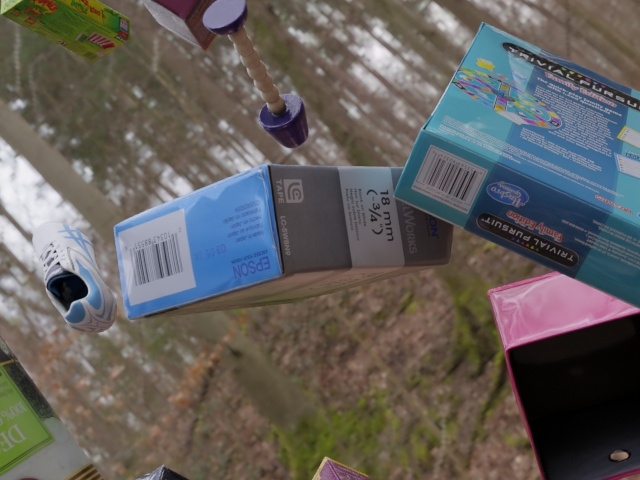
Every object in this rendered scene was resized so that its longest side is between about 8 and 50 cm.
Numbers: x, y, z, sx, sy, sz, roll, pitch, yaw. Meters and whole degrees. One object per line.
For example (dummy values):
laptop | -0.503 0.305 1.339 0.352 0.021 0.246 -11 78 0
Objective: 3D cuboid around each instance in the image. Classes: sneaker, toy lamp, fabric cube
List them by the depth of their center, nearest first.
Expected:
sneaker | -0.370 0.042 1.720 0.085 0.237 0.086 -50 -42 10
toy lamp | -0.090 -0.248 1.817 0.080 0.080 0.274 -42 -44 -9
fabric cube | 0.424 0.202 1.862 0.254 0.259 0.258 -17 15 5

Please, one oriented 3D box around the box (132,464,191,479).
box | -0.153 0.401 1.474 0.293 0.296 0.073 -31 34 49

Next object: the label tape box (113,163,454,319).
label tape box | 0.000 0.000 1.200 0.334 0.105 0.241 -3 -10 -44

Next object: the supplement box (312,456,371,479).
supplement box | 0.018 0.208 0.888 0.055 0.043 0.083 -60 21 5

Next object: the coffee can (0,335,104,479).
coffee can | -0.238 0.197 0.777 0.201 0.275 0.201 -37 -3 -2

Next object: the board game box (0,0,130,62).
board game box | -0.397 -0.350 1.857 0.092 0.043 0.181 -23 -32 34

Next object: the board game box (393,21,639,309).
board game box | 0.236 -0.088 1.188 0.336 0.254 0.079 -57 -9 -59

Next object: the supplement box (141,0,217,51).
supplement box | -0.222 -0.386 1.917 0.080 0.104 0.188 -58 -7 -3
